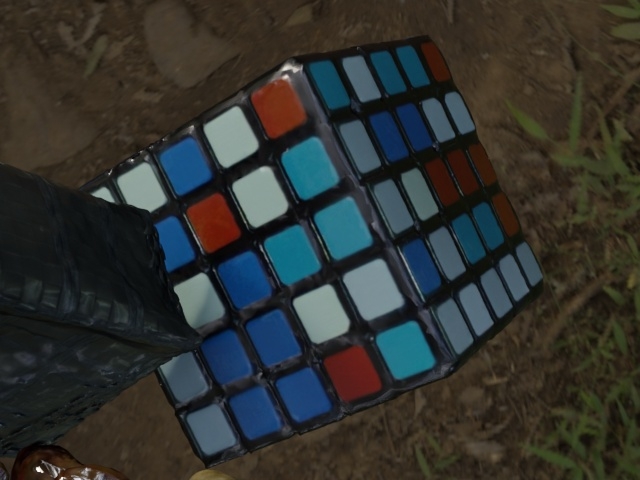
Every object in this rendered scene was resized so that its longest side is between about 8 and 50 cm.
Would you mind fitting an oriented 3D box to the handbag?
[{"bbox_3d":[-0.178,0.043,0.500,0.175,0.270,0.088,-39,58,20],"label":"handbag"}]

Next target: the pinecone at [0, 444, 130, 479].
[{"bbox_3d":[-0.114,0.151,0.354,0.208,0.208,0.207,1,106,4],"label":"pinecone"}]

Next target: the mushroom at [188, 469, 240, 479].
[{"bbox_3d":[-0.113,0.310,1.142,0.112,0.148,0.148,-8,107,29],"label":"mushroom"}]

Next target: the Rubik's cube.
[{"bbox_3d":[0.000,0.000,0.660,0.184,0.187,0.182,-26,90,30],"label":"Rubik's cube"}]
